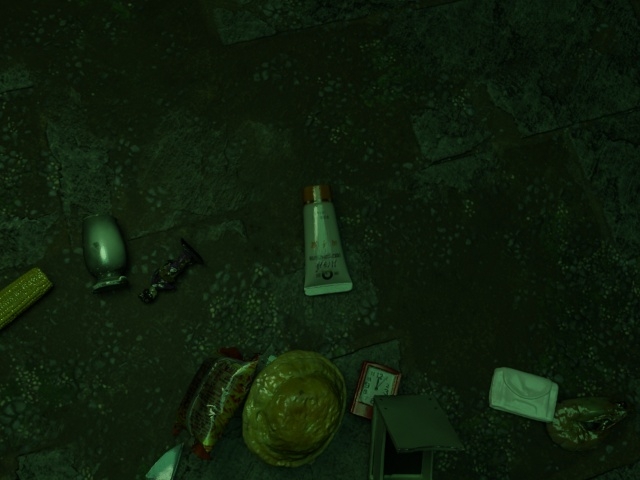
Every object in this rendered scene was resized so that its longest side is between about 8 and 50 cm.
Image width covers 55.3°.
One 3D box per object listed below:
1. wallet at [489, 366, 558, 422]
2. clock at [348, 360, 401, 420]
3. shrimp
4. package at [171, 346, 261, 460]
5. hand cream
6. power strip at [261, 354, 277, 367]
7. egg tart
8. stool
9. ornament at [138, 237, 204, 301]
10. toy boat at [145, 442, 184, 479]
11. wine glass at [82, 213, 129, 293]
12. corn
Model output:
[{"bbox_3d":[0.574,0.434,1.727,0.182,0.032,0.124,15,72,7],"label":"wallet"},{"bbox_3d":[0.150,0.418,1.685,0.113,0.061,0.155,20,71,-3],"label":"clock"},{"bbox_3d":[0.770,0.510,1.730,0.267,0.061,0.145,-13,78,-9],"label":"shrimp"},{"bbox_3d":[-0.277,0.395,1.570,0.108,0.223,0.288,41,70,-26],"label":"package"},{"bbox_3d":[0.000,0.000,1.765,0.139,0.089,0.315,-9,85,-7],"label":"hand cream"},{"bbox_3d":[-0.102,0.357,1.691,0.136,0.019,0.051,24,77,0],"label":"power strip"},{"bbox_3d":[-0.049,0.443,1.574,0.318,0.128,0.319,-2,93,-27],"label":"egg tart"},{"bbox_3d":[0.228,0.551,1.517,0.170,0.270,0.244,0,103,-8],"label":"stool"},{"bbox_3d":[-0.416,0.100,1.699,0.081,0.088,0.203,40,87,-20],"label":"ornament"},{"bbox_3d":[-0.398,0.588,1.599,0.096,0.034,0.122,14,66,-3],"label":"toy boat"},{"bbox_3d":[-0.588,0.035,1.668,0.111,0.111,0.205,-11,79,-9],"label":"wine glass"},{"bbox_3d":[-0.830,0.170,1.624,0.248,0.081,0.081,-42,84,-13],"label":"corn"}]
